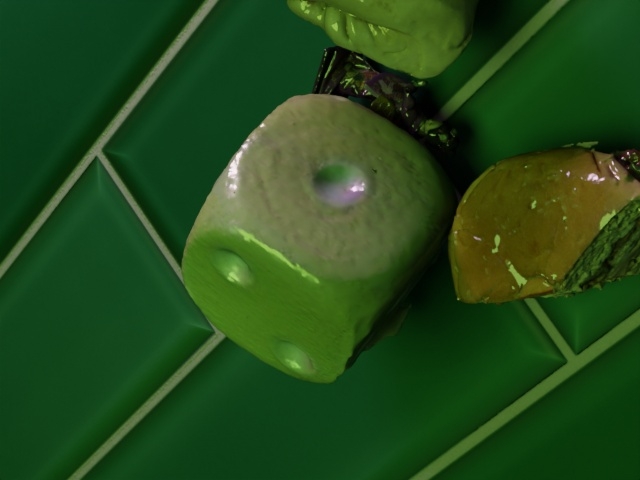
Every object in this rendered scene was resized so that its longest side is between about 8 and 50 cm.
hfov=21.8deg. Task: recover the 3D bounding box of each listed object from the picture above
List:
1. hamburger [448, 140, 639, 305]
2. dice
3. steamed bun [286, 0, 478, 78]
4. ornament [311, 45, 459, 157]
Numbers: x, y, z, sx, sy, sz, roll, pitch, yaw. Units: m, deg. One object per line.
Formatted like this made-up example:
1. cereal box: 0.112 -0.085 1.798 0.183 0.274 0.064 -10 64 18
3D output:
1. hamburger: 0.267 -0.016 1.849 0.245 0.155 0.282 41 126 32
2. dice: 0.000 0.000 1.974 0.254 0.252 0.249 34 149 11
3. steamed bun: 0.049 -0.338 1.848 0.203 0.276 0.289 -63 38 25
4. ornament: 0.090 -0.168 1.987 0.203 0.088 0.081 28 120 33
